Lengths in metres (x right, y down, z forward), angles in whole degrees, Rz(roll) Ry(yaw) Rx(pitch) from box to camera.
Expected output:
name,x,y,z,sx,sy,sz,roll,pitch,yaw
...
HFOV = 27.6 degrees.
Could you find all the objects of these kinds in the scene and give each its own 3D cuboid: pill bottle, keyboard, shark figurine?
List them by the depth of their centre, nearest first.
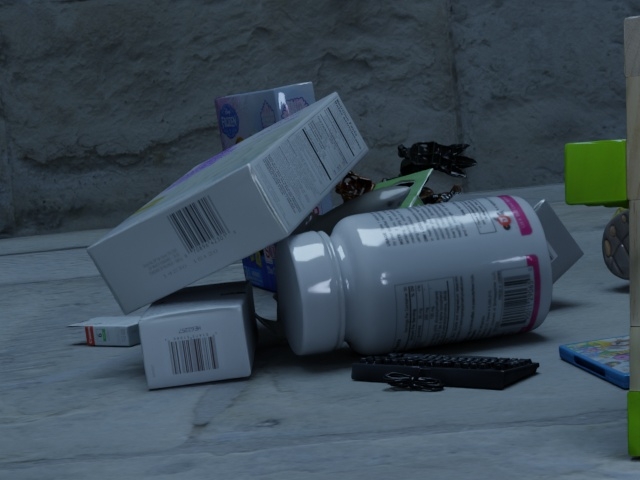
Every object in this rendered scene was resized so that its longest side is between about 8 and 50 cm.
name,x,y,z,sx,sy,sz,roll,pitch,yaw
keyboard,0.115,0.128,1.295,0.180,0.023,0.108,-2,7,39
pill bottle,0.101,0.043,1.461,0.283,0.160,0.160,-7,6,-13
shark figurine,-0.023,0.018,1.645,0.166,0.116,0.278,-10,36,54

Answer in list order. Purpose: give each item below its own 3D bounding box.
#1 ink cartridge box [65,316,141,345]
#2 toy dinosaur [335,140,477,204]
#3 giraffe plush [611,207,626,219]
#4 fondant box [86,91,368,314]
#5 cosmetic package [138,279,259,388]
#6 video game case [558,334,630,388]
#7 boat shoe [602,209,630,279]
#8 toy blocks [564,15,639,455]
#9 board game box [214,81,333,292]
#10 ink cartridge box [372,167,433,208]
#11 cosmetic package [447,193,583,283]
name,x,y,z,sx,sy,sz,roll,pitch,yaw
ink cartridge box,-0.277,0.120,1.730,0.115,0.029,0.063,-3,7,34
toy dinosaur,0.128,-0.045,1.999,0.322,0.164,0.218,5,-17,-15
giraffe plush,0.511,-0.029,1.842,0.210,0.181,0.170,6,28,-2
fondant box,-0.102,-0.052,1.571,0.238,0.096,0.330,-26,9,25
cosmetic package,-0.135,0.103,1.495,0.117,0.085,0.231,-7,7,-1
video game case,0.317,0.114,1.263,0.119,0.015,0.166,-7,6,-10
boat shoe,0.521,-0.022,1.656,0.324,0.123,0.116,-16,-24,41
toy blocks,0.327,-0.016,1.076,0.191,0.381,0.261,-2,-8,24
board game box,-0.068,-0.077,2.013,0.066,0.317,0.319,-12,7,-20
ink cartridge box,0.086,0.004,1.725,0.109,0.062,0.209,-15,33,46
cosmetic package,0.218,0.014,1.704,0.127,0.107,0.238,-44,20,-16
